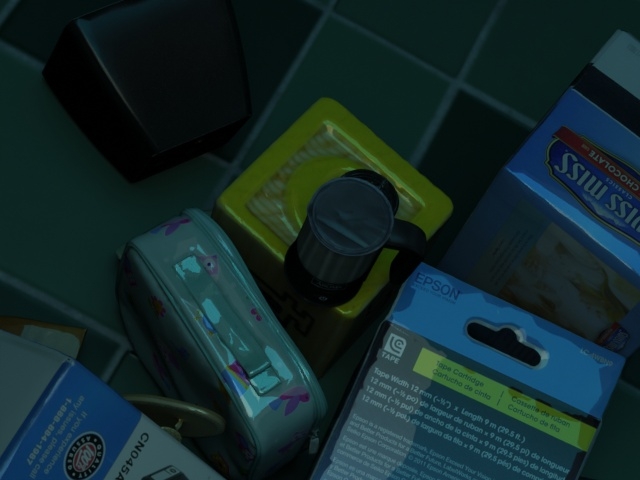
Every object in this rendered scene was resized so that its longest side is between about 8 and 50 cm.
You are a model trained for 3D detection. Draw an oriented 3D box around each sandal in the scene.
[{"bbox_3d":[-0.214,0.197,1.784,0.240,0.088,0.079,9,62,18],"label":"sandal"}]

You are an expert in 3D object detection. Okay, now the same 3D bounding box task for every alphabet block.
[{"bbox_3d":[0.000,0.000,1.934,0.193,0.197,0.192,39,64,7],"label":"alphabet block"}]

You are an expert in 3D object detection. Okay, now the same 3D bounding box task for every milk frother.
[{"bbox_3d":[0.032,-0.026,1.768,0.129,0.135,0.143,-5,68,-15],"label":"milk frother"}]

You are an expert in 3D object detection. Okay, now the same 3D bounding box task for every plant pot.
[{"bbox_3d":[-0.180,-0.173,1.990,0.188,0.187,0.167,-23,85,-21],"label":"plant pot"}]

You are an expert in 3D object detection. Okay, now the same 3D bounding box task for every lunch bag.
[{"bbox_3d":[-0.100,0.114,1.845,0.108,0.224,0.279,-30,75,-22],"label":"lunch bag"}]

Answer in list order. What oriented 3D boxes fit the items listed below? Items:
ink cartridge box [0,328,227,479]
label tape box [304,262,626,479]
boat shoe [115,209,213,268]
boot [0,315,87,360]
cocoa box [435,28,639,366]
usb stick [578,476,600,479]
[{"bbox_3d":[-0.209,0.309,1.618,0.395,0.166,0.285,44,70,-36],"label":"ink cartridge box"},{"bbox_3d":[0.130,0.231,1.853,0.249,0.115,0.348,25,80,0],"label":"label tape box"},{"bbox_3d":[-0.162,0.006,1.982,0.137,0.049,0.043,-26,116,-24],"label":"boat shoe"},{"bbox_3d":[-0.382,0.067,1.876,0.280,0.096,0.264,14,64,-7],"label":"boot"},{"bbox_3d":[0.294,-0.007,1.919,0.231,0.347,0.228,40,64,7],"label":"cocoa box"},{"bbox_3d":[0.251,0.286,1.946,0.278,0.045,0.077,12,65,-7],"label":"usb stick"}]
